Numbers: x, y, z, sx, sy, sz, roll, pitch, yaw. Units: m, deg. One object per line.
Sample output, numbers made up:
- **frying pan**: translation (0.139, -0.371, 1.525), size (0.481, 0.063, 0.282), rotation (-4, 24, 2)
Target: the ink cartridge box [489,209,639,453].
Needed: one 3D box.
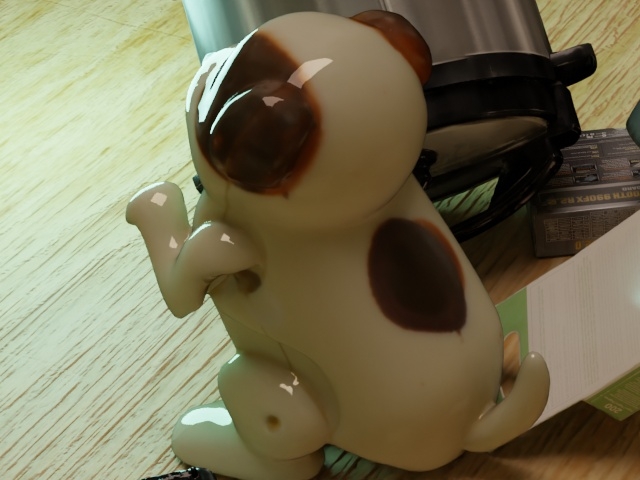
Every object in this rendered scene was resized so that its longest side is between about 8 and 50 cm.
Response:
- **ink cartridge box**: translation (0.247, 0.085, 1.694), size (0.235, 0.056, 0.171), rotation (-39, 34, 38)

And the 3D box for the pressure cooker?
- **pressure cooker**: translation (0.053, -0.184, 1.972), size (0.375, 0.420, 0.370), rotation (-7, -16, -39)

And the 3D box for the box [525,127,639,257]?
- **box**: translation (0.338, -0.060, 2.038), size (0.231, 0.056, 0.183), rotation (-6, 31, 4)

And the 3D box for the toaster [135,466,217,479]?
- **toaster**: translation (-0.148, 0.275, 1.526), size (0.168, 0.110, 0.186), rotation (-14, 30, -10)

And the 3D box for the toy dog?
- **toy dog**: translation (0.000, 0.000, 1.650), size (0.284, 0.408, 0.395), rotation (-29, 31, -29)

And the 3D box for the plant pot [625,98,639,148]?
- **plant pot**: translation (0.480, -0.138, 1.874), size (0.290, 0.195, 0.290), rotation (22, 20, -9)
